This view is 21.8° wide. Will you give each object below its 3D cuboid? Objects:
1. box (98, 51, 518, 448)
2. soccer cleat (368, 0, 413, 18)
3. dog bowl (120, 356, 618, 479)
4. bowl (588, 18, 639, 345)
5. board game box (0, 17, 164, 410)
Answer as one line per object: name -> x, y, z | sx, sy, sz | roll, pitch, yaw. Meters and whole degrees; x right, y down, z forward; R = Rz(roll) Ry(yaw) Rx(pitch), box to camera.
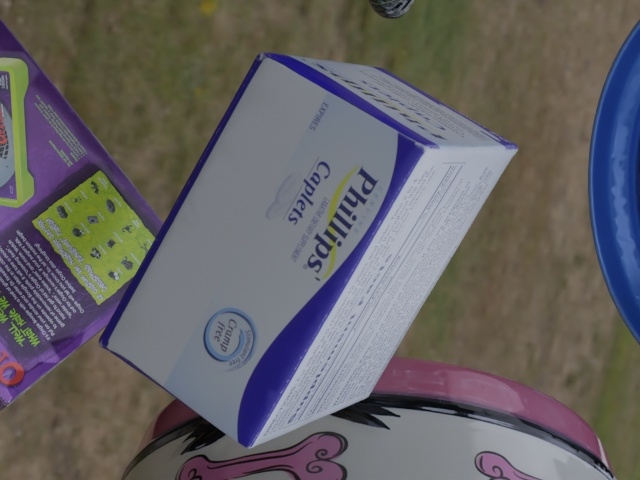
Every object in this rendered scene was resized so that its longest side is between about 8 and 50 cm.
box -> 0.000, 0.000, 0.630 | 0.126, 0.072, 0.137 | -60, 165, 12
soccer cleat -> 0.072, -0.235, 1.334 | 0.060, 0.072, 0.179 | -49, 157, -26
dog bowl -> 0.034, 0.223, 1.161 | 0.408, 0.408, 0.150 | 74, 17, -55
bowl -> 0.389, -0.044, 1.395 | 0.077, 0.391, 0.391 | -4, 110, -35
board game box -> -0.295, -0.055, 1.393 | 0.208, 0.347, 0.056 | -39, -178, -27
